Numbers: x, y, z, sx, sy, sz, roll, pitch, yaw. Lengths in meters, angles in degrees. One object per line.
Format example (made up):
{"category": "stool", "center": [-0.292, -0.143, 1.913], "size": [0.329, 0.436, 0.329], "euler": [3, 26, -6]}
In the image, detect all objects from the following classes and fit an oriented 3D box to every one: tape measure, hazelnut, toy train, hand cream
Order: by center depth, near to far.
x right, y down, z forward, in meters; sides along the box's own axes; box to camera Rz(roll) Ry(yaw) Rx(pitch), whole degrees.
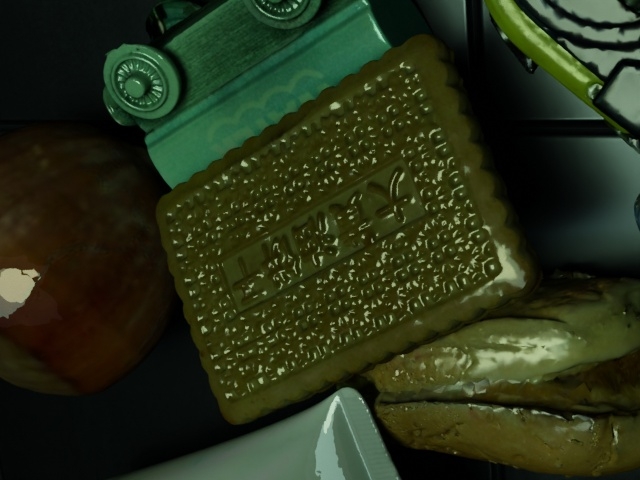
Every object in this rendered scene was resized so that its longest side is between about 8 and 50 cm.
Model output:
{"category": "tape measure", "center": [0.167, -0.166, 0.618], "size": [0.186, 0.112, 0.199], "euler": [42, 120, 14]}
{"category": "toy train", "center": [-0.036, -0.115, 0.766], "size": [0.248, 0.101, 0.159], "euler": [-25, 109, 34]}
{"category": "hand cream", "center": [-0.060, 0.219, 0.827], "size": [0.359, 0.118, 0.185], "euler": [-21, 92, 45]}
{"category": "hazelnut", "center": [-0.197, 0.011, 0.845], "size": [0.214, 0.176, 0.214], "euler": [0, 89, 6]}

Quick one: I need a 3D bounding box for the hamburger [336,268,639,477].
{"category": "hamburger", "center": [0.109, 0.091, 0.722], "size": [0.262, 0.131, 0.124], "euler": [-2, 105, 35]}

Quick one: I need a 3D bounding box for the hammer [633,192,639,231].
{"category": "hammer", "center": [0.278, 0.015, 0.642], "size": [0.194, 0.069, 0.116], "euler": [46, 121, 3]}

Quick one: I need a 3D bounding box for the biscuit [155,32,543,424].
{"category": "biscuit", "center": [0.000, 0.000, 0.708], "size": [0.254, 0.029, 0.172], "euler": [-29, 75, 33]}
